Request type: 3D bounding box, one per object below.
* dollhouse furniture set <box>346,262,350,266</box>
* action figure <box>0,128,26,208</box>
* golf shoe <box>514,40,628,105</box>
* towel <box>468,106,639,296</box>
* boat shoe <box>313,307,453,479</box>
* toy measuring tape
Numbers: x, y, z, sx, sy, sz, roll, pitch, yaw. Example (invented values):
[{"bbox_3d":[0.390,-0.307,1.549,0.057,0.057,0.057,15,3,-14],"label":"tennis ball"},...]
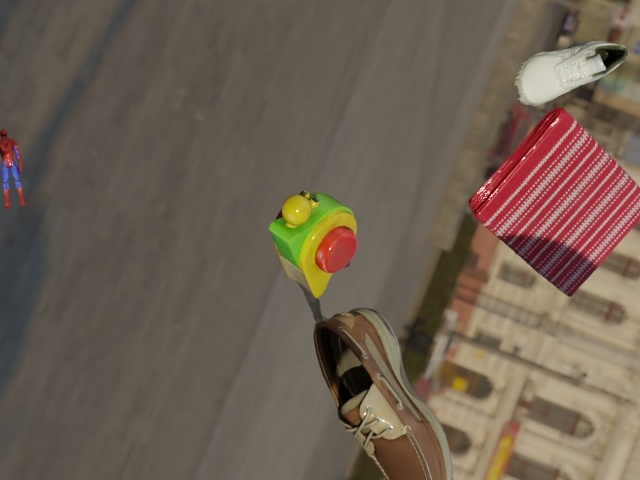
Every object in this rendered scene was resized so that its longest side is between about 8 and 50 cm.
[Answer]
[{"bbox_3d":[0.000,0.000,2.487,0.114,0.091,0.081,-80,150,-64],"label":"dollhouse furniture set"},{"bbox_3d":[-0.443,-0.103,1.948,0.030,0.038,0.115,133,-52,-76],"label":"action figure"},{"bbox_3d":[0.345,-0.237,1.878,0.176,0.069,0.086,-28,-168,-29],"label":"golf shoe"},{"bbox_3d":[0.352,-0.053,1.998,0.199,0.275,0.031,-49,-141,5],"label":"towel"},{"bbox_3d":[0.077,0.247,1.949,0.116,0.324,0.123,-1,145,-45],"label":"boat shoe"},{"bbox_3d":[0.008,0.024,1.976,0.330,0.121,0.121,68,41,-55],"label":"toy measuring tape"}]
